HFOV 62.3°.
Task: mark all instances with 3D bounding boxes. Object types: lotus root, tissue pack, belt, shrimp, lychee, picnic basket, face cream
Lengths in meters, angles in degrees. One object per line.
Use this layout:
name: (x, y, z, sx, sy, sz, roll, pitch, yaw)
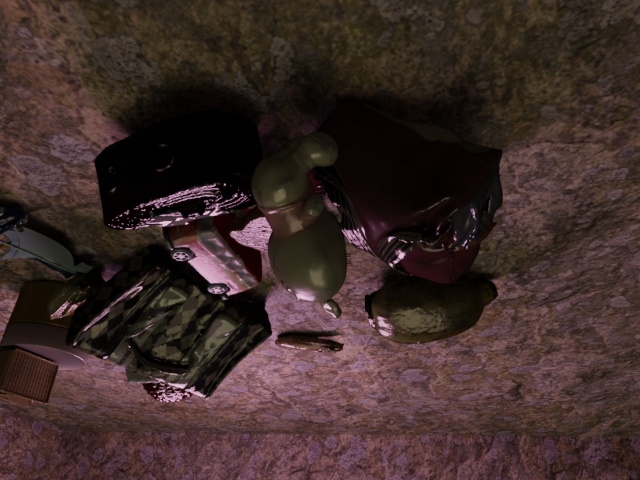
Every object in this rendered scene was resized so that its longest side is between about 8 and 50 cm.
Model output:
lotus root: (0.261, 0.152, 1.246, 0.309, 0.173, 0.173, -11, 147, 10)
tissue pack: (-0.637, 0.042, 1.267, 0.085, 0.028, 0.138, -18, 140, 26)
belt: (-0.225, -0.114, 0.841, 0.289, 0.164, 0.184, -13, 171, 24)
lotus root: (-0.601, 0.124, 1.328, 0.144, 0.070, 0.143, -41, 162, 30)
shrimp: (-0.034, 0.333, 1.674, 0.223, 0.047, 0.126, 3, 157, 12)
lychee: (-0.436, 0.373, 1.614, 0.271, 0.236, 0.236, 16, 149, -40)
picnic basket: (-0.768, 0.351, 1.359, 0.079, 0.115, 0.164, -11, 147, 19)
face cream: (-0.730, 0.235, 1.449, 0.218, 0.179, 0.218, 3, 149, 2)

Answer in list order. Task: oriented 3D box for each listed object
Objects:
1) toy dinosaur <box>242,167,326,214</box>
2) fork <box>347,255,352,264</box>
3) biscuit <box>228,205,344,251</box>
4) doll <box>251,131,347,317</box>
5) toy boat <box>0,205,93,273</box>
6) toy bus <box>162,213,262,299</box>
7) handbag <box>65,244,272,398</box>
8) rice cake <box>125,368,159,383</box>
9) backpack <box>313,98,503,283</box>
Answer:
toy dinosaur: (-0.025, -0.077, 0.988, 0.286, 0.070, 0.139, 25, 121, -35)
fork: (-0.005, 0.003, 1.125, 0.028, 0.034, 0.219, -26, 140, 27)
biscuit: (-0.050, -0.021, 0.901, 0.181, 0.049, 0.208, 17, 157, -26)
doll: (-0.031, -0.012, 0.740, 0.113, 0.155, 0.275, -18, 114, -28)
toy boat: (-0.646, 0.021, 1.175, 0.220, 0.067, 0.291, -24, 136, 29)
toy bus: (-0.213, 0.011, 1.089, 0.120, 0.121, 0.265, -14, 145, 12)
handbag: (-0.357, 0.207, 1.329, 0.317, 0.180, 0.416, -43, 127, 17)
rice cake: (-0.502, 0.281, 1.473, 0.127, 0.237, 0.043, -11, -179, 21)
backpack: (0.133, -0.048, 0.841, 0.283, 0.197, 0.317, 33, 162, 27)
